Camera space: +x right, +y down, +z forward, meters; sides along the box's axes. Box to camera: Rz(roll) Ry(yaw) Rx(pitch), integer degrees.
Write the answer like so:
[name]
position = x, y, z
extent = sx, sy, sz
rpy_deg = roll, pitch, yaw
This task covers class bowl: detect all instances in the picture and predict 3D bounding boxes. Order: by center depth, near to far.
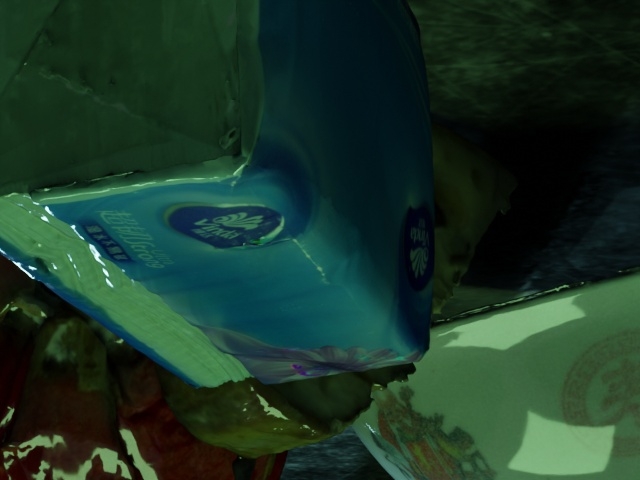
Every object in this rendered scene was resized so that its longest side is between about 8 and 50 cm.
[bowl]
position = 0.171, 0.109, 1.178
extent = 0.345, 0.157, 0.345
rpy_deg = -14, 175, -1

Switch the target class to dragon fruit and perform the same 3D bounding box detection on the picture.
[dragon fruit]
position = -0.146, 0.098, 1.167
extent = 0.277, 0.277, 0.342
rpy_deg = 7, 164, -14

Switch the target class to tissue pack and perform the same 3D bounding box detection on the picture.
[tissue pack]
position = -0.046, -0.065, 0.794
extent = 0.146, 0.198, 0.263
rpy_deg = -6, 159, 14

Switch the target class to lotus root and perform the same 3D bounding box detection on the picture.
[lotus root]
position = 0.000, 0.000, 1.016
extent = 0.170, 0.261, 0.074
rpy_deg = 47, 141, -18
